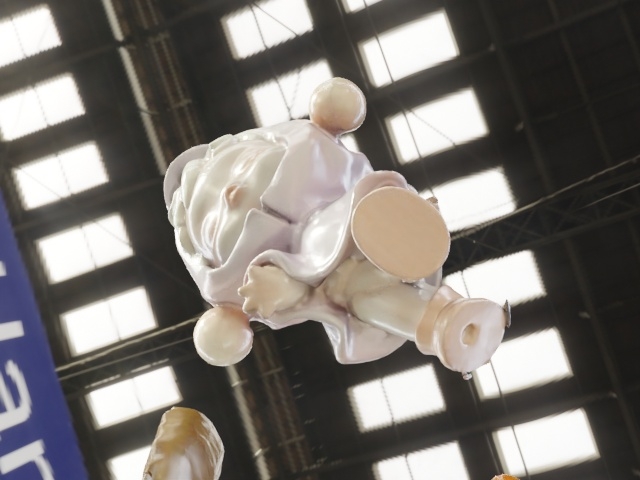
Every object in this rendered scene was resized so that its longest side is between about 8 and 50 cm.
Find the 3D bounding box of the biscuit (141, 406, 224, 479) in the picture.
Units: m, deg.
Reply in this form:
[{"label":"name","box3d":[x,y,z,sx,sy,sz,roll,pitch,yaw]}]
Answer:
[{"label":"biscuit","box3d":[-0.073,0.199,0.424,0.037,0.262,0.262,11,-88,-2]}]

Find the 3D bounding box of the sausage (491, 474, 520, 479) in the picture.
[{"label":"sausage","box3d":[0.222,0.338,1.033,0.053,0.348,0.053,-1,-73,-2]}]

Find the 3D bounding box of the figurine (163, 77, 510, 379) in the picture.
[{"label":"figurine","box3d":[0.000,0.000,0.633,0.133,0.276,0.200,28,-93,-36]}]
